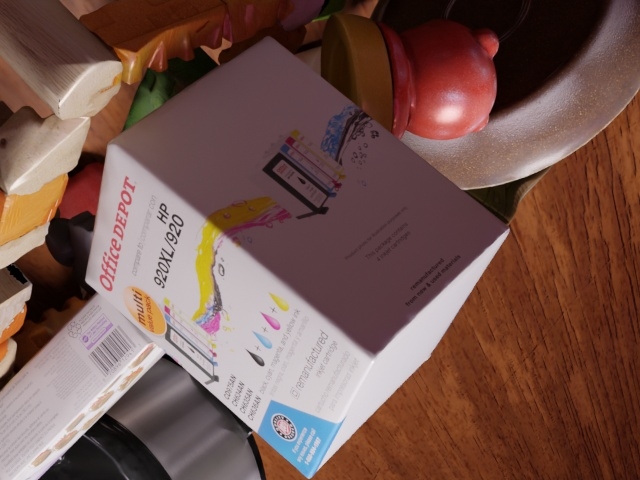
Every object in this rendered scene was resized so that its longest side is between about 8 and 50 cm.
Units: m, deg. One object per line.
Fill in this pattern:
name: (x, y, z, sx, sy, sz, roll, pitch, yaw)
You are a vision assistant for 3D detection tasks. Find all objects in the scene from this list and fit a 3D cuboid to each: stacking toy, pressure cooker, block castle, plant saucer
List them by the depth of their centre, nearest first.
stacking toy: (0.066, -0.244, 0.995, 0.131, 0.279, 0.309, -6, 137, -12)
block castle: (-0.215, -0.087, 1.038, 0.303, 0.213, 0.453, -31, 159, -41)
plant saucer: (0.153, -0.190, 1.124, 0.311, 0.310, 0.050, -38, 137, 11)
pressure cooker: (-0.251, 0.299, 1.336, 0.370, 0.375, 0.420, 1, -175, 12)

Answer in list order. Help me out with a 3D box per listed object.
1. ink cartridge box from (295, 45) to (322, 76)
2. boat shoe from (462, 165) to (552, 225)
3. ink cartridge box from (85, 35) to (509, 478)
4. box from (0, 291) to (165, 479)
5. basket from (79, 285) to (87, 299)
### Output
ink cartridge box: (0.000, 0.000, 1.334, 0.119, 0.207, 0.353, -21, 144, -12)
boat shoe: (0.160, -0.042, 1.431, 0.302, 0.109, 0.098, -40, 172, -44)
ink cartridge box: (-0.025, 0.010, 0.922, 0.168, 0.233, 0.171, -40, 163, -37)
box: (-0.252, 0.164, 1.067, 0.324, 0.067, 0.063, -45, 168, 15)
basket: (-0.162, 0.038, 1.353, 0.167, 0.103, 0.113, -3, 138, -34)
